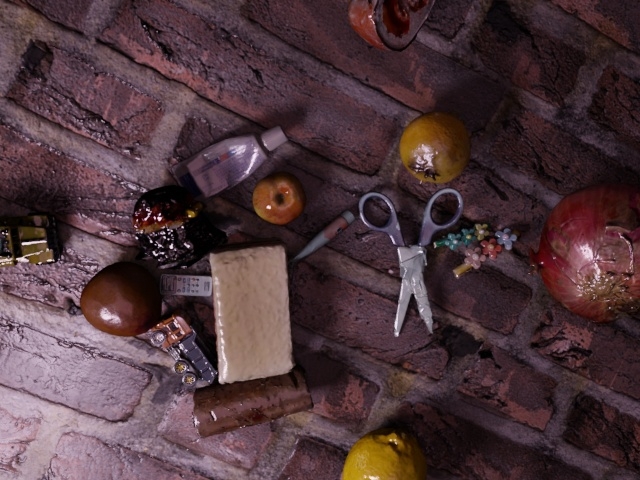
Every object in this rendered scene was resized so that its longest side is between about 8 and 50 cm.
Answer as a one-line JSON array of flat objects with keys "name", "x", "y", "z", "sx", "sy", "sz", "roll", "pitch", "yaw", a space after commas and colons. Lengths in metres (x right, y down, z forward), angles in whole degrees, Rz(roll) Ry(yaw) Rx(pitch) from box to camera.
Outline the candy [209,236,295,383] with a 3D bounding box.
[{"name": "candy", "x": -0.159, "y": 0.161, "z": 1.231, "sx": 0.179, "sy": 0.135, "sz": 0.321, "roll": -4, "pitch": 97, "yaw": -10}]

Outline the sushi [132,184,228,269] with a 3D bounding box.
[{"name": "sushi", "x": -0.335, "y": -0.040, "z": 1.165, "sx": 0.172, "sy": 0.153, "sz": 0.150, "roll": 3, "pitch": 115, "yaw": 29}]

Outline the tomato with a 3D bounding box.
[{"name": "tomato", "x": 0.144, "y": -0.544, "z": 1.184, "sx": 0.214, "sy": 0.155, "sz": 0.181, "roll": -55, "pitch": 136, "yaw": -6}]

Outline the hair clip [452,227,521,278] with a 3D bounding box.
[{"name": "hair clip", "x": 0.428, "y": 0.027, "z": 1.350, "sx": 0.214, "sy": 0.056, "sz": 0.062, "roll": -34, "pitch": 68, "yaw": -3}]

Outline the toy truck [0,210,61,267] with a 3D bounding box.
[{"name": "toy truck", "x": -0.705, "y": 0.007, "z": 1.133, "sx": 0.257, "sy": 0.127, "sz": 0.127, "roll": -6, "pitch": 96, "yaw": -12}]

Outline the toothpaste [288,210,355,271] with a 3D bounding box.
[{"name": "toothpaste", "x": 0.000, "y": 0.000, "z": 1.255, "sx": 0.205, "sy": 0.056, "sz": 0.036, "roll": -40, "pitch": 74, "yaw": -22}]

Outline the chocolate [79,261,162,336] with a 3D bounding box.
[{"name": "chocolate", "x": -0.435, "y": 0.137, "z": 1.167, "sx": 0.176, "sy": 0.177, "sz": 0.177, "roll": -1, "pitch": 97, "yaw": -9}]

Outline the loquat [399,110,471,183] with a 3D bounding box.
[{"name": "loquat", "x": 0.280, "y": -0.228, "z": 1.251, "sx": 0.172, "sy": 0.149, "sz": 0.204, "roll": 37, "pitch": 75, "yaw": -10}]

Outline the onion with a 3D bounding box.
[{"name": "onion", "x": 0.691, "y": 0.031, "z": 1.267, "sx": 0.353, "sy": 0.353, "sz": 0.354, "roll": -1, "pitch": 97, "yaw": -9}]

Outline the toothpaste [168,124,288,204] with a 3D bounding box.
[{"name": "toothpaste", "x": -0.205, "y": -0.184, "z": 1.226, "sx": 0.282, "sy": 0.068, "sz": 0.099, "roll": -28, "pitch": 70, "yaw": 5}]

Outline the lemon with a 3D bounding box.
[{"name": "lemon", "x": 0.158, "y": 0.578, "z": 1.296, "sx": 0.204, "sy": 0.204, "sz": 0.260, "roll": 19, "pitch": 105, "yaw": -11}]

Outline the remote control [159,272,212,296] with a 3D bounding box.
[{"name": "remote control", "x": -0.320, "y": 0.106, "z": 1.257, "sx": 0.124, "sy": 0.018, "sz": 0.053, "roll": 5, "pitch": 95, "yaw": -10}]

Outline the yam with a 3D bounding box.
[{"name": "yam", "x": -0.162, "y": 0.379, "z": 1.262, "sx": 0.279, "sy": 0.131, "sz": 0.131, "roll": -13, "pitch": 98, "yaw": -9}]

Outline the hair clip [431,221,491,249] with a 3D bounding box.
[{"name": "hair clip", "x": 0.366, "y": -0.009, "z": 1.341, "sx": 0.173, "sy": 0.049, "sz": 0.049, "roll": -18, "pitch": 99, "yaw": -10}]

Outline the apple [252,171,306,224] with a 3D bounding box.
[{"name": "apple", "x": -0.097, "y": -0.096, "z": 1.227, "sx": 0.126, "sy": 0.102, "sz": 0.126, "roll": -1, "pitch": 97, "yaw": -8}]

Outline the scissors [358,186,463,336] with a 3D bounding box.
[{"name": "scissors", "x": 0.225, "y": 0.060, "z": 1.319, "sx": 0.256, "sy": 0.029, "sz": 0.384, "roll": -1, "pitch": 102, "yaw": 5}]

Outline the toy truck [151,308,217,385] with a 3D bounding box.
[{"name": "toy truck", "x": -0.315, "y": 0.254, "z": 1.243, "sx": 0.092, "sy": 0.083, "sz": 0.192, "roll": -34, "pitch": 102, "yaw": -4}]
